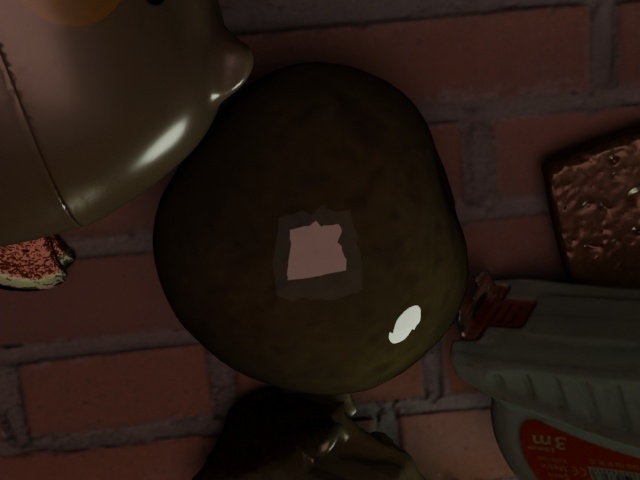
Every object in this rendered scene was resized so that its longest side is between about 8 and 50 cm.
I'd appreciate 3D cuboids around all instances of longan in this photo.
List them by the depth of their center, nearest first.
[{"bbox_3d":[0.000,0.000,1.052,0.246,0.215,0.246,-11,136,-11],"label":"longan"}]

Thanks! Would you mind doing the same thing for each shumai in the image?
[{"bbox_3d":[0.003,0.280,1.138,0.346,0.217,0.283,-16,110,-1],"label":"shumai"}]

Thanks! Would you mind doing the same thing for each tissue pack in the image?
[{"bbox_3d":[-0.213,-0.203,0.925,0.277,0.267,0.387,-17,108,-1],"label":"tissue pack"}]

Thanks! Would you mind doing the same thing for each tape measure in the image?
[{"bbox_3d":[0.252,0.132,1.125,0.243,0.125,0.246,4,132,35],"label":"tape measure"}]

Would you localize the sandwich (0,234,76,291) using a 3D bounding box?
[{"bbox_3d":[-0.244,0.004,1.122,0.101,0.026,0.069,3,104,-10],"label":"sandwich"}]

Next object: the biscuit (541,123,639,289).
[{"bbox_3d":[0.314,-0.003,1.166,0.301,0.043,0.278,30,107,-13],"label":"biscuit"}]
